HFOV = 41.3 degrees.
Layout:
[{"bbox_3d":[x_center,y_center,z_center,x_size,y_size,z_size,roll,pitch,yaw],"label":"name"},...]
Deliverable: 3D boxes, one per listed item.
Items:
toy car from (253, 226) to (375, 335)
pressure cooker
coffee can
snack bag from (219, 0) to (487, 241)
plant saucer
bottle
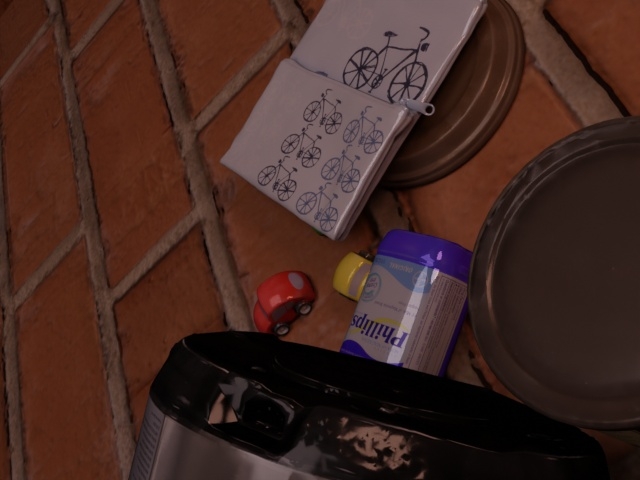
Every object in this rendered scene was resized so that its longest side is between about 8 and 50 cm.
[{"bbox_3d":[0.000,0.000,1.068,0.239,0.053,0.225,-16,60,39],"label":"toy car"},{"bbox_3d":[0.002,0.308,0.666,0.376,0.370,0.420,13,88,22],"label":"pressure cooker"},{"bbox_3d":[0.265,0.058,0.614,0.201,0.275,0.201,-21,58,37],"label":"coffee can"},{"bbox_3d":[0.029,-0.195,1.081,0.342,0.037,0.323,-57,38,3],"label":"snack bag"},{"bbox_3d":[0.123,-0.199,1.057,0.278,0.041,0.277,-22,55,36],"label":"plant saucer"},{"bbox_3d":[0.074,0.132,0.901,0.118,0.092,0.282,15,81,52],"label":"bottle"}]
